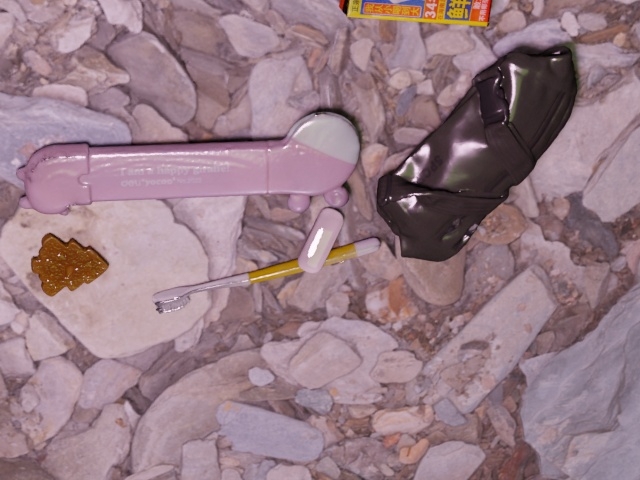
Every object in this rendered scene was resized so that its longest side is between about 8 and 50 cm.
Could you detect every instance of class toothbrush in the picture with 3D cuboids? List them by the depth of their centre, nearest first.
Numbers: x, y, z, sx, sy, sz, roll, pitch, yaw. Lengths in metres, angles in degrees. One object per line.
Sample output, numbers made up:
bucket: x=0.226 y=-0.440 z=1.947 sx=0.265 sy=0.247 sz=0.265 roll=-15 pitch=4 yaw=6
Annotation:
toothbrush: x=-0.065 y=0.043 z=1.891 sx=0.288 sy=0.021 sz=0.024 roll=-15 pitch=133 yaw=-2

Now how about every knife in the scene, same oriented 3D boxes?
knife: x=-0.152 y=-0.085 z=1.789 sx=0.398 sy=0.038 sz=0.132 roll=-4 pitch=119 yaw=-7

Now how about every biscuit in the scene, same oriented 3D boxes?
biscuit: x=-0.299 y=0.028 z=1.840 sx=0.092 sy=0.016 sz=0.082 roll=-3 pitch=116 yaw=-10

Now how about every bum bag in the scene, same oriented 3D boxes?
bum bag: x=0.184 y=-0.103 z=1.818 sx=0.142 sy=0.080 sz=0.326 roll=29 pitch=111 yaw=-28

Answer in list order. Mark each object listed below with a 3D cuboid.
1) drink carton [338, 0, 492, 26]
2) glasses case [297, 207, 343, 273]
drink carton: x=0.107 y=-0.282 z=1.711 sx=0.166 sy=0.056 sz=0.071 roll=3 pitch=112 yaw=-12
glasses case: x=0.000 y=0.000 z=1.867 sx=0.032 sy=0.021 sz=0.083 roll=23 pitch=96 yaw=-8
